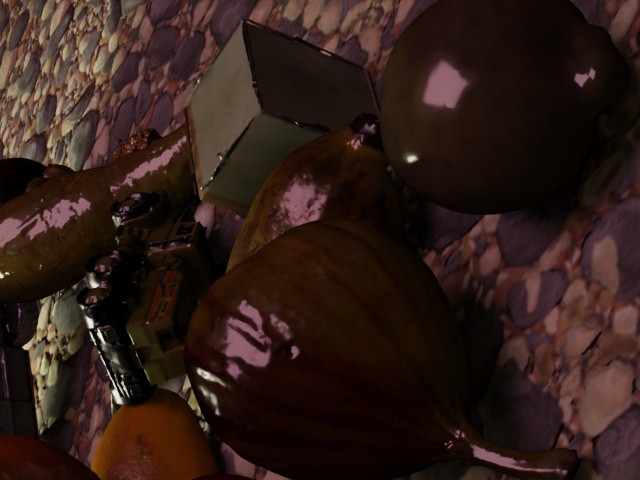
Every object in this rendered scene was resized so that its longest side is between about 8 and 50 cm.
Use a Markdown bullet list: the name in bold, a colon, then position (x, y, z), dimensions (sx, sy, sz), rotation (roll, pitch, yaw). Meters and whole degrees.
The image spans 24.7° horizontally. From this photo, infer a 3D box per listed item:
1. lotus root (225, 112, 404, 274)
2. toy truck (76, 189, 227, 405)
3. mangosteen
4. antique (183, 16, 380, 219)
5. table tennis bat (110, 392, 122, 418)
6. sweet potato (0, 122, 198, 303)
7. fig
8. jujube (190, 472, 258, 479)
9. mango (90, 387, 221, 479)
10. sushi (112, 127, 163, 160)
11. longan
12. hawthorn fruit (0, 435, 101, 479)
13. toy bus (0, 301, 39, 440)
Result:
- **lotus root**: position (0.000, 0.000, 1.291), dimensions (0.145, 0.128, 0.260), rotation (49, 121, 43)
- **toy truck**: position (-0.167, 0.047, 1.531), dimensions (0.127, 0.127, 0.257), rotation (-14, 29, 8)
- **mangosteen**: position (-0.395, -0.027, 1.968), dimensions (0.200, 0.200, 0.199), rotation (-38, 41, 44)
- **antique**: position (-0.041, -0.100, 1.401), dimensions (0.148, 0.152, 0.146), rotation (-52, 33, 34)
- **table tennis bat**: position (-0.218, 0.101, 1.664), dimensions (0.131, 0.022, 0.234), rotation (93, -179, -50)
- **sweet potato**: position (-0.261, -0.037, 1.717), dimensions (0.423, 0.130, 0.130), rotation (-28, 44, 18)
- **fig**: position (0.056, 0.106, 1.086), dimensions (0.321, 0.217, 0.216), rotation (22, 92, 43)
- **jujube**: position (-0.099, 0.304, 1.257), dimensions (0.155, 0.155, 0.230), rotation (-99, 30, -42)
- **mango**: position (-0.167, 0.241, 1.455), dimensions (0.141, 0.102, 0.217), rotation (-36, 45, 36)
- **sushi**: position (-0.230, -0.104, 1.828), dimensions (0.118, 0.060, 0.061), rotation (-49, 30, 31)
- **longan**: position (0.138, -0.110, 1.090), dimensions (0.204, 0.159, 0.184), rotation (-6, 60, 45)
- **hawthorn fruit**: position (-0.311, 0.323, 1.326), dimensions (0.284, 0.284, 0.284), rotation (-38, 41, 44)
- **toy bus**: position (-0.477, 0.222, 1.802), dimensions (0.233, 0.203, 0.426), rotation (-28, 65, 44)
